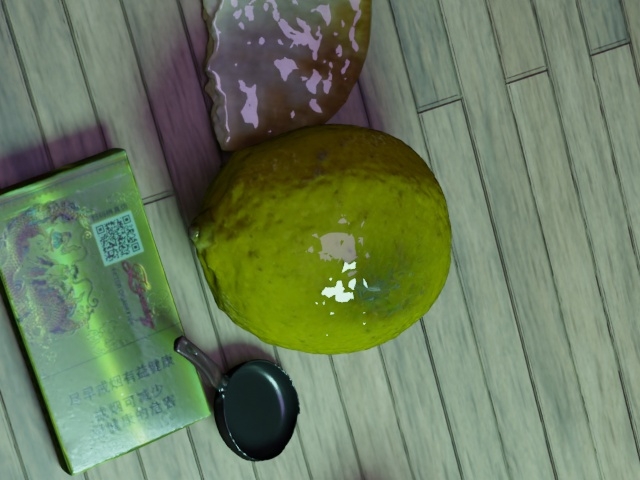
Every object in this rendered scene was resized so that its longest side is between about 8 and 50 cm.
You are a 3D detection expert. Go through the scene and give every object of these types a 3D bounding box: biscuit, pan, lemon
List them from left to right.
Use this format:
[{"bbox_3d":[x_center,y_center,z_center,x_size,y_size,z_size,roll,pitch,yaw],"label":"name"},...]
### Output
[{"bbox_3d":[-0.101,0.164,1.807,0.212,0.040,0.115,42,54,-39],"label":"pan"},{"bbox_3d":[-0.039,-0.255,1.836,0.204,0.040,0.309,-6,97,-24],"label":"biscuit"},{"bbox_3d":[0.000,0.000,1.755,0.310,0.253,0.253,-3,95,-31],"label":"lemon"}]

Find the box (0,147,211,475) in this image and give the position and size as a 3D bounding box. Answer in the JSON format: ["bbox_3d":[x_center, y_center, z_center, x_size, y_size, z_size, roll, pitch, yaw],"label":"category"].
[{"bbox_3d":[-0.241,0.075,1.763,0.173,0.043,0.311,-23,104,-23],"label":"box"}]
